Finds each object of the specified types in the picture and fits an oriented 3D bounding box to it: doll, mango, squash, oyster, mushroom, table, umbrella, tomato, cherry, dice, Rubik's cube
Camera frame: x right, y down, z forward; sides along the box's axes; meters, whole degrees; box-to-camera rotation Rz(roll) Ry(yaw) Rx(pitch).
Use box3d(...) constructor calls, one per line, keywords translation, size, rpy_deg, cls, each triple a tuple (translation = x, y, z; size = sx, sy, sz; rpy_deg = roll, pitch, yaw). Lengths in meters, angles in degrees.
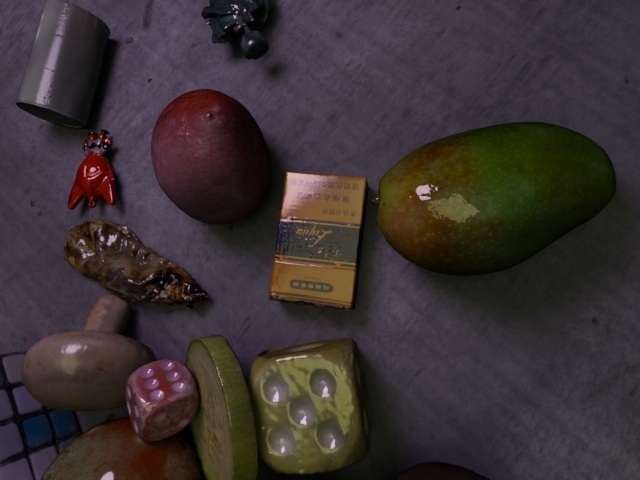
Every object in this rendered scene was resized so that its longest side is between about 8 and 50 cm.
box3d(translation=(-0.472, -0.150, 0.842), size=(0.109, 0.057, 0.169), rpy_deg=(-4, 83, 12), cls="doll")
box3d(translation=(0.275, -0.067, 0.631), size=(0.381, 0.201, 0.225), rpy_deg=(-12, 59, -2), cls="mango")
box3d(translation=(-0.166, 0.278, 0.649), size=(0.048, 0.252, 0.252), rpy_deg=(-5, 80, -31), cls="squash")
box3d(translation=(-0.374, 0.050, 0.798), size=(0.344, 0.078, 0.129), rpy_deg=(22, 79, 15), cls="oyster")
box3d(translation=(-0.391, 0.205, 0.719), size=(0.206, 0.206, 0.209), rpy_deg=(22, 66, 12), cls="mushroom")
box3d(translation=(-0.535, -0.362, 0.845), size=(0.126, 0.126, 0.220), rpy_deg=(11, 85, 11), cls="table")
box3d(translation=(-0.184, -0.502, 0.815), size=(0.143, 0.094, 0.349), rpy_deg=(-33, 72, 24), cls="umbrella")
box3d(translation=(-0.335, 0.436, 0.657), size=(0.270, 0.222, 0.271), rpy_deg=(-1, 86, 10), cls="tomato")
box3d(translation=(-0.200, -0.147, 0.706), size=(0.205, 0.239, 0.240), rpy_deg=(-11, 81, 16), cls="cherry")
box3d(translation=(-0.013, 0.256, 0.654), size=(0.169, 0.166, 0.170), rpy_deg=(-10, 81, 9), cls="dice")
box3d(translation=(-0.628, 0.367, 0.704), size=(0.253, 0.256, 0.259), rpy_deg=(-30, 80, 5), cls="Rubik's cube")
box3d(translation=(-0.260, 0.259, 0.662), size=(0.093, 0.094, 0.091), rpy_deg=(39, 127, 38), cls="dice")

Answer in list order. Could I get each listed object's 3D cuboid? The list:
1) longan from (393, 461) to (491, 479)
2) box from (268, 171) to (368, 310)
box3d(translation=(0.189, 0.449, 0.567), size=(0.248, 0.248, 0.249), rpy_deg=(-1, 83, 10), cls="longan")
box3d(translation=(0.000, 0.000, 0.736), size=(0.152, 0.070, 0.237), rpy_deg=(6, 82, 11), cls="box")
